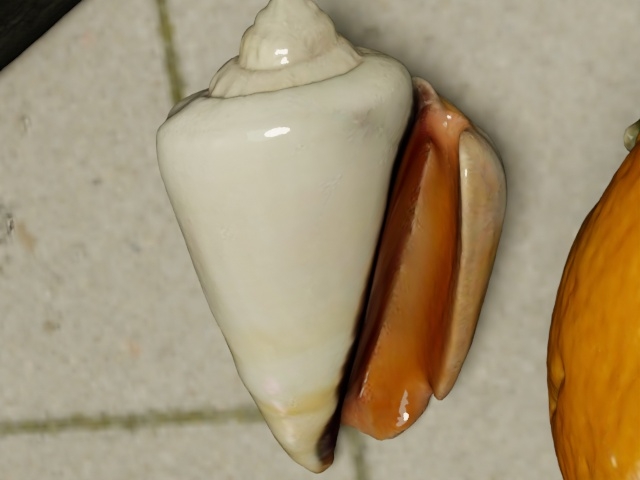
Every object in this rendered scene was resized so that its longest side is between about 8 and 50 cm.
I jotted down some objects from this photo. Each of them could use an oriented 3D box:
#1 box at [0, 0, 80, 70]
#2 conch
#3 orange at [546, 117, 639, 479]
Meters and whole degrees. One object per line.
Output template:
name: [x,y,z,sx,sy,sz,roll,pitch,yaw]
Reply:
box: [-0.244,-0.184,0.503,0.204,0.251,0.345,-36,86,24]
conch: [0.004,0.003,0.521,0.104,0.094,0.176,-11,102,-16]
orange: [0.148,0.013,0.395,0.170,0.224,0.224,32,110,28]
